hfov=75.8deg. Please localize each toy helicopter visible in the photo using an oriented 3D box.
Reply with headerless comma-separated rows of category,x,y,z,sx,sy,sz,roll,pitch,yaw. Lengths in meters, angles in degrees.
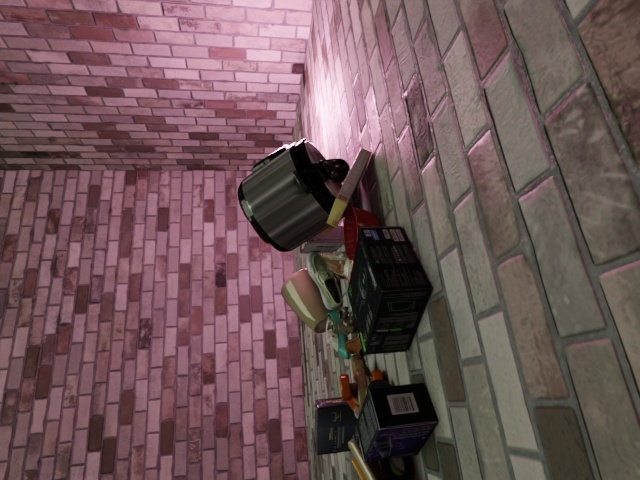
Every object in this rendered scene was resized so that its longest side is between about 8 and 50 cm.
toy helicopter,0.147,0.528,1.474,0.355,0.140,0.234,-90,-9,-80

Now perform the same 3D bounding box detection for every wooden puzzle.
wooden puzzle,0.161,0.685,1.145,0.221,0.044,0.238,53,176,42

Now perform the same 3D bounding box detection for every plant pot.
plant pot,-0.033,0.321,2.071,0.256,0.257,0.274,99,150,-44

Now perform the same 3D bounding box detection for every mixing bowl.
mixing bowl,0.144,-0.025,1.364,0.181,0.098,0.181,180,90,-80

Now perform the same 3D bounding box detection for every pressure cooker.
pressure cooker,-0.069,-0.196,1.662,0.375,0.421,0.369,44,-158,-39

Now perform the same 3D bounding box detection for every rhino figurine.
rhino figurine,0.118,0.319,1.639,0.243,0.073,0.106,120,151,-68

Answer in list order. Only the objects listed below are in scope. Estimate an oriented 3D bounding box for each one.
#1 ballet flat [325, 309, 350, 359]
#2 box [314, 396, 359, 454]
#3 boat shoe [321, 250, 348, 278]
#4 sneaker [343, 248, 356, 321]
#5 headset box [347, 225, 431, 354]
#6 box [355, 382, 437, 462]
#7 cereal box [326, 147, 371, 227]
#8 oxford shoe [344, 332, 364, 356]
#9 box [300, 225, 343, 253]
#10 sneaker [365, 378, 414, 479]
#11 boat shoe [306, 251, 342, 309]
ballet flat,0.070,0.431,1.870,0.083,0.087,0.247,101,163,-48
box,0.069,0.750,1.669,0.059,0.184,0.232,-124,34,-71
boat shoe,0.077,0.104,1.704,0.324,0.123,0.116,167,99,-81
sneaker,0.138,0.165,1.467,0.145,0.090,0.269,126,145,-74
headset box,0.174,0.144,1.148,0.246,0.131,0.283,-103,14,-47
box,0.189,0.473,1.065,0.108,0.153,0.207,-104,15,-47
cereal box,0.099,-0.181,1.435,0.173,0.047,0.240,110,-175,-63
oxford shoe,0.140,0.402,1.537,0.212,0.076,0.076,111,149,-62
box,0.000,0.000,1.968,0.290,0.169,0.087,130,140,-76
sneaker,0.189,0.568,1.219,0.121,0.111,0.299,97,169,-58
boat shoe,0.029,0.183,1.966,0.094,0.109,0.302,-43,69,54
